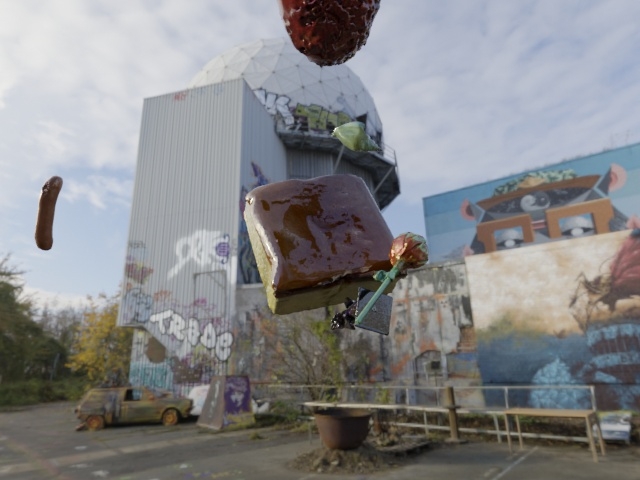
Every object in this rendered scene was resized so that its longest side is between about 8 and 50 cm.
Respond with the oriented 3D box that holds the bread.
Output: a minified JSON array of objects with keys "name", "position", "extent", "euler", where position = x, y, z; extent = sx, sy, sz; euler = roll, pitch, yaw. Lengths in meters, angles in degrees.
[{"name":"bread","position":[0.000,0.000,1.019],"extent":[0.324,0.332,0.143],"euler":[-10,-34,-19]}]

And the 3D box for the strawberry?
[{"name":"strawberry","position":[0.029,-0.507,0.820],"extent":[0.221,0.273,0.274],"euler":[-15,-21,37]}]

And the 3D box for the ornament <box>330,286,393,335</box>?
[{"name":"ornament","position":[0.069,0.157,0.900],"extent":[0.088,0.081,0.203],"euler":[20,-18,-17]}]

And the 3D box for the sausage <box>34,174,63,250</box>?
[{"name":"sausage","position":[-0.654,-0.066,0.992],"extent":[0.043,0.186,0.043],"euler":[15,9,-2]}]

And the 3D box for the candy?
[{"name":"candy","position":[0.139,0.076,0.817],"extent":[0.078,0.084,0.288],"euler":[-6,26,39]}]

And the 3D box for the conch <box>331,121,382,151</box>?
[{"name":"conch","position":[0.114,-0.318,1.295],"extent":[0.180,0.065,0.088],"euler":[25,-26,16]}]
